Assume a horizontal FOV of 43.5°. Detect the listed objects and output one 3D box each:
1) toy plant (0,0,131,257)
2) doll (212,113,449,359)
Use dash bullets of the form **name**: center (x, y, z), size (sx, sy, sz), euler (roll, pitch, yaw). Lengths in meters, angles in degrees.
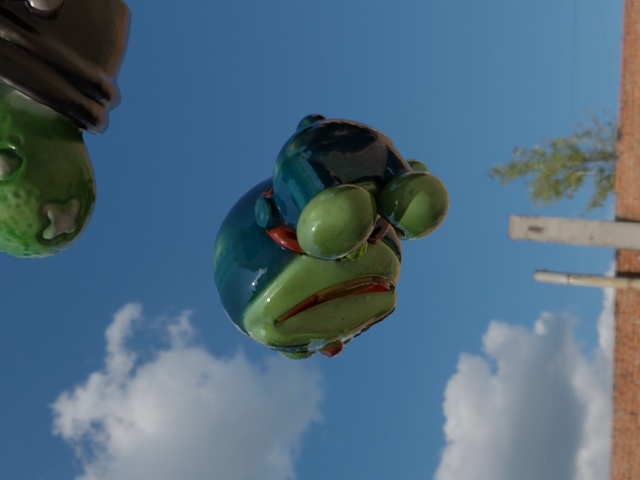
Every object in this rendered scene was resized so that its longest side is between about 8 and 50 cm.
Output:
- **toy plant**: center (-0.259, -0.120, 0.668), size (0.218, 0.175, 0.235), euler (31, -92, -18)
- **doll**: center (-0.001, 0.000, 0.808), size (0.198, 0.322, 0.186), euler (-9, -121, -29)
